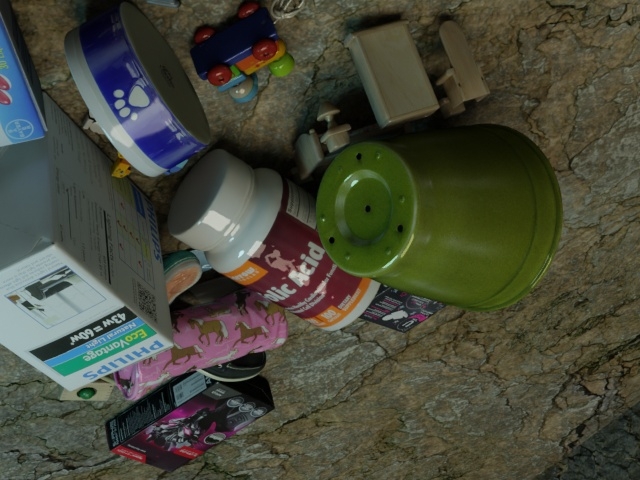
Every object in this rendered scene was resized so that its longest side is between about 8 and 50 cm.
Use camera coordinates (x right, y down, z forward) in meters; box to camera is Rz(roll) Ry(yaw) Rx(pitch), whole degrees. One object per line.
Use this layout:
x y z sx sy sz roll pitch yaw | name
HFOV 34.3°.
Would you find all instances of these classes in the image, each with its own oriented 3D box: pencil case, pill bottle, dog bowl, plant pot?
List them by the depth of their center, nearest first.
-0.285 -0.239 1.643 0.104 0.265 0.265 -28 141 9 | dog bowl
0.189 -0.051 1.894 0.353 0.366 0.366 3 140 -46 | plant pot
-0.083 -0.001 2.009 0.392 0.224 0.224 31 122 -29 | pill bottle
-0.252 0.205 2.174 0.386 0.167 0.160 -17 113 -31 | pencil case

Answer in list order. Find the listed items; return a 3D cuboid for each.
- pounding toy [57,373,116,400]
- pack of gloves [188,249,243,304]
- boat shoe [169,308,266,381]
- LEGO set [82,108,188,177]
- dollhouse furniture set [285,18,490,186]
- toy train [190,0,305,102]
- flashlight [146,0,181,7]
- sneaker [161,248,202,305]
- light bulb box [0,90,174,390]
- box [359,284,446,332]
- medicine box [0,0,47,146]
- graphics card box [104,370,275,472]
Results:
-0.510 0.297 2.311 0.130 0.141 0.100 5 136 -27 | pounding toy
-0.193 0.061 2.226 0.232 0.046 0.195 -26 142 10 | pack of gloves
-0.243 0.224 2.342 0.340 0.127 0.113 26 137 -30 | boat shoe
-0.330 -0.160 1.868 0.227 0.087 0.093 18 130 -35 | LEGO set
0.095 -0.261 1.952 0.303 0.174 0.355 -18 173 -20 | dollhouse furniture set
-0.082 -0.330 1.754 0.248 0.105 0.143 -27 152 12 | toy train
-0.339 -0.405 1.466 0.304 0.103 0.103 11 136 0 | flashlight
-0.331 0.063 2.052 0.108 0.121 0.302 -18 169 -33 | sneaker
-0.456 0.010 1.806 0.225 0.358 0.361 -24 141 11 | light bulb box
0.146 0.085 2.263 0.142 0.163 0.247 -35 150 20 | box
-0.599 -0.264 1.583 0.289 0.149 0.263 -14 142 -6 | medicine box
-0.327 0.440 2.601 0.371 0.094 0.233 -34 139 19 | graphics card box
